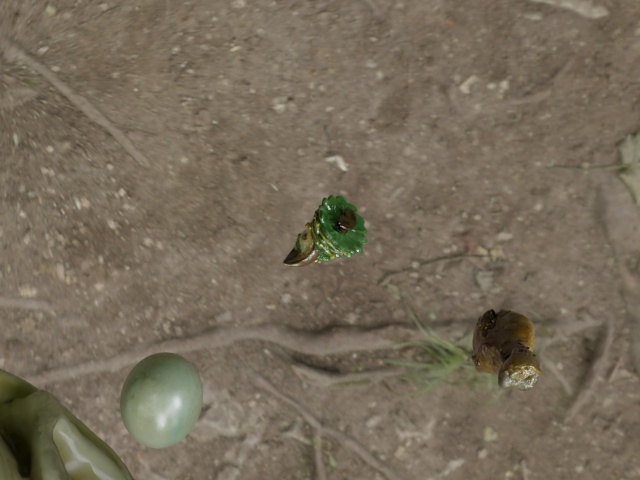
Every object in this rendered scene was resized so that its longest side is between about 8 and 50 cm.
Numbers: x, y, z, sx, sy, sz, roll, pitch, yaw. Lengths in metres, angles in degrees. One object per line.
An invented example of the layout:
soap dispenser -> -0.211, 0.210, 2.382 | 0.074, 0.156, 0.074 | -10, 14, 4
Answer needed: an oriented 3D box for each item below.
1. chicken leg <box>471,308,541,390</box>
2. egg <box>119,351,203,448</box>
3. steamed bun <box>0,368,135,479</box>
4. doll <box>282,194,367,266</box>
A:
chicken leg -> 0.273, 0.163, 1.151 | 0.087, 0.251, 0.107 | 13, 97, 3
egg -> -0.223, 0.226, 1.119 | 0.114, 0.114, 0.152 | 3, 121, -23
steamed bun -> -0.193, 0.175, 0.375 | 0.203, 0.289, 0.276 | -16, 70, 14
doll -> 0.010, 0.005, 0.985 | 0.076, 0.113, 0.078 | 37, 44, 0
